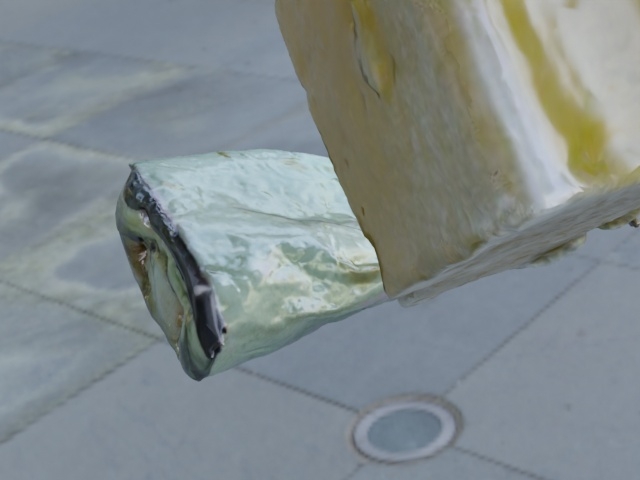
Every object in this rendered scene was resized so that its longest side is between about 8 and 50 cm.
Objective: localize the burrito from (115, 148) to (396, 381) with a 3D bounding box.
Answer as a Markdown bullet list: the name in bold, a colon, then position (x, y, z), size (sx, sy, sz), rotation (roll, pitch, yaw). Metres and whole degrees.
- **burrito**: position (0.000, 0.000, 0.724), size (0.229, 0.089, 0.144), rotation (-10, 52, -31)

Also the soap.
- **soap**: position (0.042, -0.129, 0.459), size (0.143, 0.281, 0.259), rotation (-20, -8, -10)
